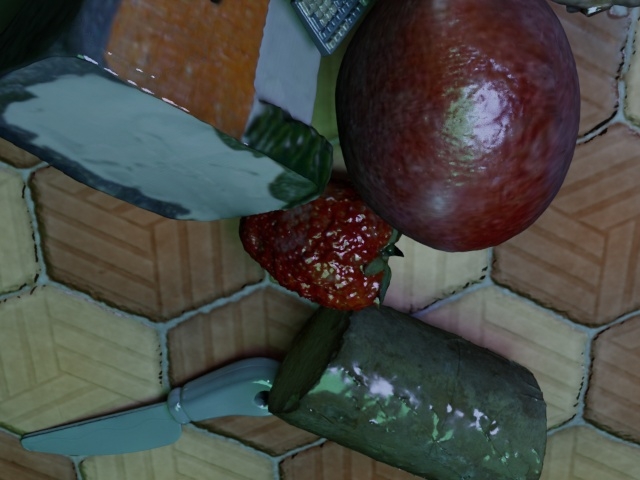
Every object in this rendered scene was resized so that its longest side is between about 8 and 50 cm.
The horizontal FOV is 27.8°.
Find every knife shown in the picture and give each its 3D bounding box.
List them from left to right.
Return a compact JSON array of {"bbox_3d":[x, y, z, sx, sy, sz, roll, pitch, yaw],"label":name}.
[{"bbox_3d":[-0.178,0.199,1.432,0.331,0.044,0.080,-19,131,20],"label":"knife"}]

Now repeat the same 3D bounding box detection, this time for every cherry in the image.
[{"bbox_3d":[0.123,-0.119,1.071,0.206,0.239,0.239,17,124,-20],"label":"cherry"}]

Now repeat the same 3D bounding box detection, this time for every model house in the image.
[{"bbox_3d":[-0.108,-0.195,1.047,0.271,0.300,0.190,27,159,-36],"label":"model house"}]

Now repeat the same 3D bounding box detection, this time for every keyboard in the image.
[{"bbox_3d":[0.034,-0.224,1.052,0.014,0.176,0.055,-5,131,44],"label":"keyboard"}]

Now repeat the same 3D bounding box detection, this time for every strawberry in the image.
[{"bbox_3d":[0.003,0.001,1.235,0.148,0.131,0.131,10,125,-17],"label":"strawberry"}]

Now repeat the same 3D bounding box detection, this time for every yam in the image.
[{"bbox_3d":[0.094,0.160,1.327,0.268,0.161,0.161,22,123,-16],"label":"yam"}]

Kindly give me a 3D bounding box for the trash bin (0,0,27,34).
[{"bbox_3d":[-0.293,-0.273,1.040,0.164,0.122,0.240,-11,127,6],"label":"trash bin"}]

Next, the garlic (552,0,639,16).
[{"bbox_3d":[0.239,-0.295,1.009,0.245,0.160,0.245,6,145,4],"label":"garlic"}]
